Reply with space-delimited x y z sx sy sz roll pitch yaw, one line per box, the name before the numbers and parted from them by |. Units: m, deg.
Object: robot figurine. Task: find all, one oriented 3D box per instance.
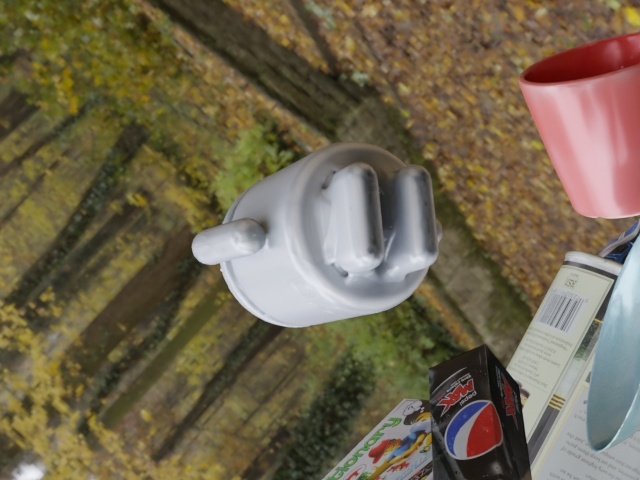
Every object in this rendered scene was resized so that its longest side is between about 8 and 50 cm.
robot figurine | 0.000 0.000 1.154 0.300 0.199 0.353 3 169 -28

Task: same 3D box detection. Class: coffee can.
coffee can | 0.294 0.178 1.018 0.202 0.275 0.201 29 178 1

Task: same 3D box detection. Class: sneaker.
sneaker | 0.479 0.000 1.392 0.080 0.211 0.081 55 -175 -4

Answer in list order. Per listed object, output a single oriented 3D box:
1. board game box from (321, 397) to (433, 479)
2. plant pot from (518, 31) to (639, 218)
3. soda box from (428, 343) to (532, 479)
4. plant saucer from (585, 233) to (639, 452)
board game box | 0.080 0.311 1.165 0.193 0.305 0.053 -11 113 56
plant pot | 0.479 -0.183 1.512 0.275 0.275 0.243 27 138 66
soda box | 0.117 0.158 0.686 0.060 0.053 0.169 49 -154 -28
plant saucer | 0.260 0.079 0.753 0.037 0.195 0.195 15 169 6
